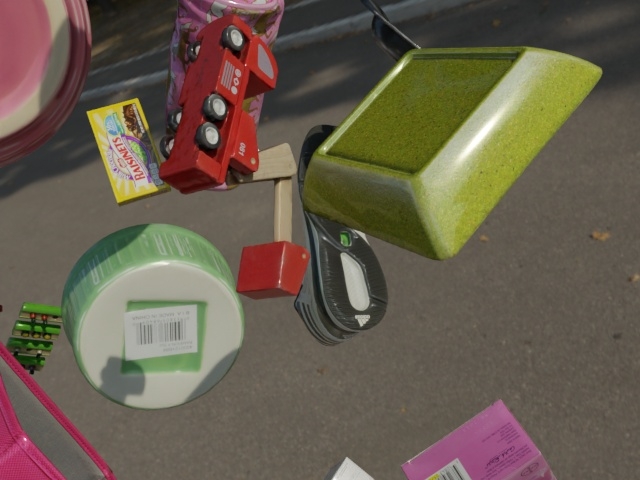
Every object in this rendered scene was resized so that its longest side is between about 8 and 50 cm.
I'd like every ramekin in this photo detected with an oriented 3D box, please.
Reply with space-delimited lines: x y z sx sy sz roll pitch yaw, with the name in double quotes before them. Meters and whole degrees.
"ramekin" -0.275 0.135 1.069 0.303 0.303 0.148 -33 26 -9

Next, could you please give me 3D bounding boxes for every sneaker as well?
"sneaker" -0.001 0.000 1.292 0.257 0.169 0.447 131 139 -57

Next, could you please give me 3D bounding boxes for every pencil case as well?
"pencil case" -0.170 -0.271 1.079 0.160 0.386 0.167 38 47 23

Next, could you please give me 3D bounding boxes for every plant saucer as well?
"plant saucer" -0.407 -0.229 0.677 0.332 0.332 0.084 -40 35 -21
"plant saucer" 0.080 -0.088 0.488 0.188 0.045 0.188 -49 34 -12

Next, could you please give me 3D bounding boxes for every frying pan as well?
"frying pan" 0.114 -0.339 1.039 0.326 0.197 0.053 47 109 23

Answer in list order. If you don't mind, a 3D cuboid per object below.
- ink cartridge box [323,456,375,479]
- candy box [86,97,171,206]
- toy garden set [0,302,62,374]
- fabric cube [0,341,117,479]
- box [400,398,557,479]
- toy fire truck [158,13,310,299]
"ink cartridge box" 0.066 0.435 1.072 0.052 0.122 0.088 -47 -8 -36
"candy box" -0.376 -0.174 1.239 0.105 0.205 0.027 -20 -14 -13
"toy garden set" -0.773 0.253 1.587 0.244 0.204 0.049 -55 38 30
"fabric cube" -0.313 0.268 0.530 0.258 0.254 0.259 -37 30 -22
"box" 0.296 0.431 1.143 0.214 0.243 0.117 -35 48 3
"toy fire truck" -0.057 -0.063 0.498 0.047 0.135 0.192 -9 61 36
